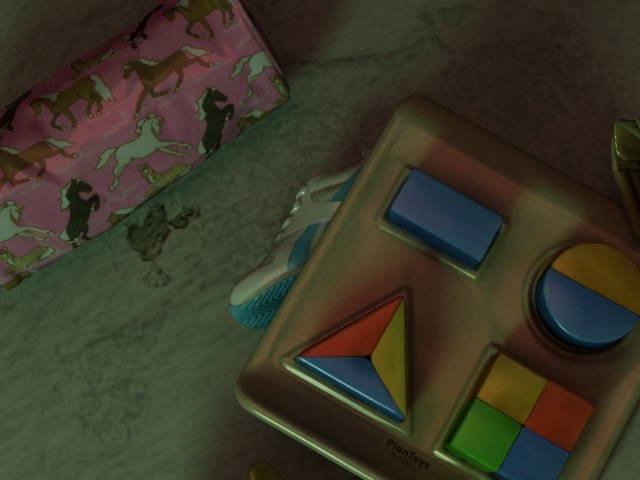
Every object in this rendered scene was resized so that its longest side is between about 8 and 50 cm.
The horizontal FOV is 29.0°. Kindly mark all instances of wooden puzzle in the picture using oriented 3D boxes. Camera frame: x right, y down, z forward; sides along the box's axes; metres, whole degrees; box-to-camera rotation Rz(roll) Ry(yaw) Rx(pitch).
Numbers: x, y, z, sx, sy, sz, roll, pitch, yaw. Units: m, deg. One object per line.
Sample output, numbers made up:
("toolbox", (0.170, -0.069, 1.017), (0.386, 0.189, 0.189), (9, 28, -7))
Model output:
("wooden puzzle", (0.141, 0.069, 1.102), (0.322, 0.080, 0.347), (29, 75, 5))

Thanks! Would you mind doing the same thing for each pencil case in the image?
("pencil case", (-0.217, -0.116, 1.262), (0.386, 0.167, 0.160), (-33, 32, -3))

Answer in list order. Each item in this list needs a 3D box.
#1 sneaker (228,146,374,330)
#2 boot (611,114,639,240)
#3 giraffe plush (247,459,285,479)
("sneaker", (0.000, 0.000, 1.209), (0.229, 0.087, 0.092), (-37, 59, -12))
("boot", (0.372, -0.117, 1.143), (0.204, 0.095, 0.261), (2, 73, -4))
("giraffe plush", (-0.063, 0.288, 1.069), (0.210, 0.181, 0.170), (9, 48, 27))
